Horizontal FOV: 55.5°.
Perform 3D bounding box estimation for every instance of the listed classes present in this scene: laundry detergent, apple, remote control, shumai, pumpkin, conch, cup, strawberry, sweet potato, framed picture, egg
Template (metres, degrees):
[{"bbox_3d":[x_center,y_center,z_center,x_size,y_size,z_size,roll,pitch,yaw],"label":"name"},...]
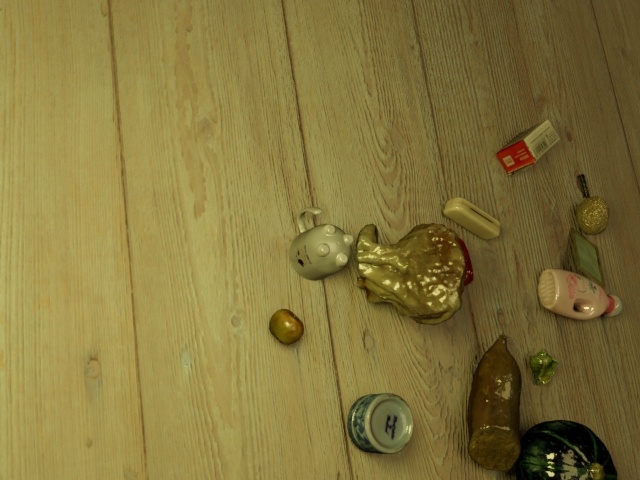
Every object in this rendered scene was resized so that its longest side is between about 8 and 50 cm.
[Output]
[{"bbox_3d":[0.878,0.193,2.037,0.335,0.087,0.159,15,68,-25],"label":"laundry detergent"},{"bbox_3d":[-0.084,0.212,1.491,0.074,0.089,0.089,-46,100,-12],"label":"apple"},{"bbox_3d":[0.973,-0.200,2.243,0.034,0.016,0.091,-2,77,-46],"label":"remote control"},{"bbox_3d":[0.215,0.071,1.585,0.262,0.267,0.314,14,29,-24],"label":"shumai"},{"bbox_3d":[0.706,0.666,1.723,0.315,0.238,0.316,7,72,-22],"label":"pumpkin"},{"bbox_3d":[0.693,0.392,1.884,0.089,0.074,0.121,2,97,6],"label":"conch"},{"bbox_3d":[0.011,0.005,1.572,0.134,0.142,0.174,12,70,-26],"label":"cup"},{"bbox_3d":[0.408,0.065,1.824,0.146,0.082,0.187,24,61,-29],"label":"strawberry"},{"bbox_3d":[0.498,0.451,1.725,0.157,0.157,0.370,26,58,-21],"label":"sweet potato"},{"bbox_3d":[0.926,0.057,2.107,0.135,0.010,0.201,33,41,-16],"label":"framed picture"},{"bbox_3d":[0.964,-0.088,2.148,0.116,0.118,0.140,-10,97,-12],"label":"egg"}]

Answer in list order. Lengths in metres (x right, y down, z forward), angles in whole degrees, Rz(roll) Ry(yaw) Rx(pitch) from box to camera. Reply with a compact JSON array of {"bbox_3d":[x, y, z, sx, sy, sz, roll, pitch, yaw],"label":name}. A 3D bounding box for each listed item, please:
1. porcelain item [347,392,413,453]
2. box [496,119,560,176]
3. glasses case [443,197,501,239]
[{"bbox_3d":[0.149,0.461,1.536,0.147,0.114,0.147,8,72,-25],"label":"porcelain item"},{"bbox_3d":[0.704,-0.314,2.058,0.182,0.133,0.099,-38,95,-34],"label":"box"},{"bbox_3d":[0.472,-0.066,1.886,0.196,0.083,0.050,30,62,-21],"label":"glasses case"}]
